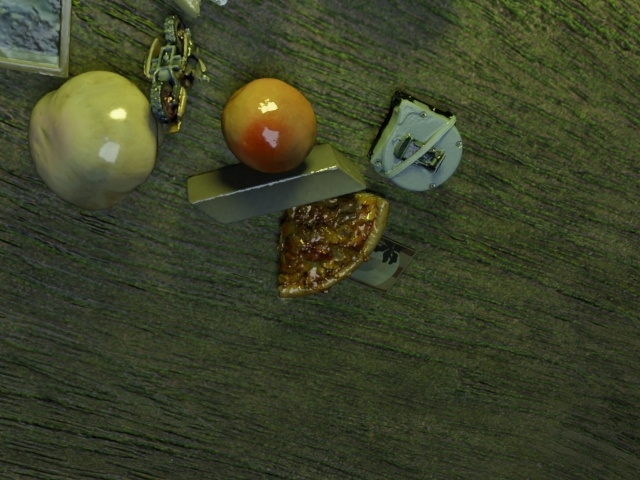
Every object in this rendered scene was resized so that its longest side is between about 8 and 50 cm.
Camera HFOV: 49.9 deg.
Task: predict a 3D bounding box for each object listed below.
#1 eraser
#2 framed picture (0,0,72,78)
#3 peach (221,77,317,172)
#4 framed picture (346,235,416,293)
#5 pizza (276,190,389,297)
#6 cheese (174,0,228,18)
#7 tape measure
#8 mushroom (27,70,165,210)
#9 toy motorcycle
[{"bbox_3d":[-0.089,-0.116,1.397,0.353,0.111,0.077,-14,126,-4],"label":"eraser"},{"bbox_3d":[-0.580,-0.406,1.150,0.315,0.024,0.231,4,120,-17],"label":"framed picture"},{"bbox_3d":[-0.100,-0.214,1.292,0.184,0.184,0.184,-6,123,-9],"label":"peach"},{"bbox_3d":[0.108,0.042,1.604,0.201,0.010,0.135,23,114,-24],"label":"framed picture"},{"bbox_3d":[0.000,0.000,1.503,0.336,0.086,0.226,-40,118,18],"label":"pizza"},{"bbox_3d":[-0.250,-0.471,1.167,0.235,0.049,0.127,26,114,-27],"label":"cheese"},{"bbox_3d":[0.200,-0.194,1.417,0.181,0.107,0.182,15,115,-14],"label":"tape measure"},{"bbox_3d":[-0.382,-0.179,1.238,0.234,0.260,0.253,-11,129,-53],"label":"mushroom"},{"bbox_3d":[-0.248,-0.282,1.204,0.094,0.229,0.129,-3,148,8],"label":"toy motorcycle"}]
